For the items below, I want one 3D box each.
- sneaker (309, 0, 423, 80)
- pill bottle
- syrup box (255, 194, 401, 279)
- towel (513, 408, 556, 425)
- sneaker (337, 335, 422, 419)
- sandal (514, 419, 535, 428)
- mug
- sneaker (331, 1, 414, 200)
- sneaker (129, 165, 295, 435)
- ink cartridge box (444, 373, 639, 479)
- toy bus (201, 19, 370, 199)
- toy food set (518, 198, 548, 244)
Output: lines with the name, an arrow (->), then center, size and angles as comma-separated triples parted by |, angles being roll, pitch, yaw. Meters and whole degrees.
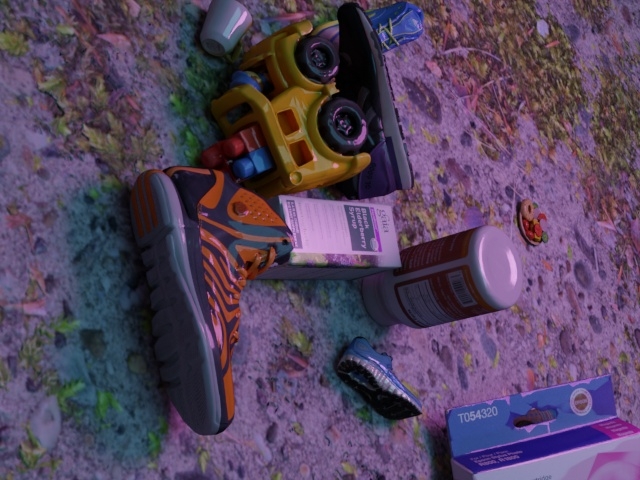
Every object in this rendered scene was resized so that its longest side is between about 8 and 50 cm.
sneaker -> 0.077, -0.320, 1.691 | 0.240, 0.126, 0.091 | -40, 107, -49
pill bottle -> 0.170, 0.059, 1.585 | 0.121, 0.216, 0.121 | 20, 62, -44
syrup box -> 0.000, 0.000, 1.505 | 0.236, 0.096, 0.093 | 3, 74, -48
towel -> 0.363, 0.413, 1.819 | 0.370, 0.040, 0.272 | 6, 71, -46
sneaker -> 0.094, 0.194, 1.568 | 0.162, 0.063, 0.073 | 46, 42, -28
sandal -> 0.349, 0.391, 1.735 | 0.090, 0.060, 0.219 | 19, 60, -42
mug -> -0.127, -0.279, 1.493 | 0.078, 0.062, 0.064 | 38, 58, -26
sneaker -> 0.044, -0.197, 1.595 | 0.107, 0.124, 0.283 | -104, 180, -85
sneaker -> -0.105, 0.061, 1.311 | 0.180, 0.124, 0.321 | -5, 80, -35
ink cartridge box -> 0.359, 0.391, 1.673 | 0.324, 0.071, 0.330 | -8, 89, -26
toy bus -> -0.071, -0.158, 1.464 | 0.211, 0.149, 0.220 | -23, 92, -35
toy food set -> 0.392, -0.033, 2.032 | 0.082, 0.020, 0.083 | 18, 62, -45
